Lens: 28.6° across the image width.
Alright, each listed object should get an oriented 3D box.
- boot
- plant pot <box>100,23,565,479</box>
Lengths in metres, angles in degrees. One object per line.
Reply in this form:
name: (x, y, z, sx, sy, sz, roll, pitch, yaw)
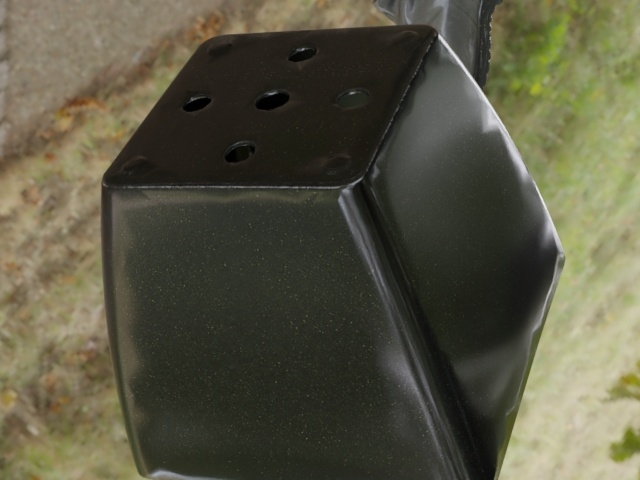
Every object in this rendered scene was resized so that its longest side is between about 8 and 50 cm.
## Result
boot: (0.092, -0.267, 1.452, 0.118, 0.222, 0.338, -166, -86, -72)
plant pot: (0.000, 0.000, 0.610, 0.187, 0.188, 0.167, -63, 146, -43)
